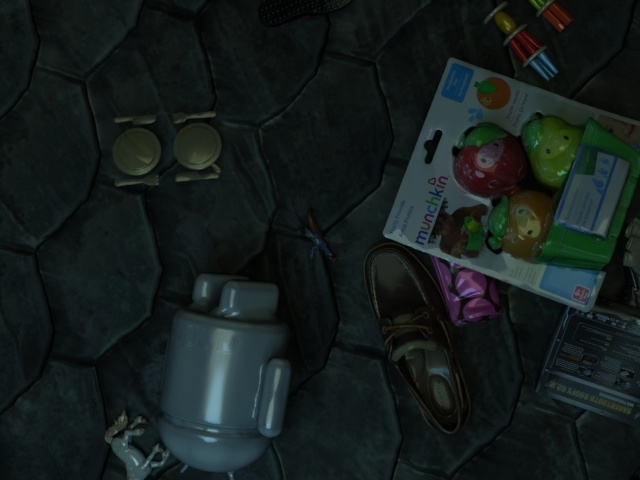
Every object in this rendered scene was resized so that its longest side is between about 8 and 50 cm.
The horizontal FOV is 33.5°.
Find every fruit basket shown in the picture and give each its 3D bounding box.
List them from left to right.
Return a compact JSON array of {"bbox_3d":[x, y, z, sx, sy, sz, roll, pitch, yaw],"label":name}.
[{"bbox_3d":[0.319,-0.097,1.691,0.353,0.165,0.327,22,80,0],"label":"fruit basket"}]

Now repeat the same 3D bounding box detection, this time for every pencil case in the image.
[{"bbox_3d":[0.232,0.041,1.777,0.098,0.095,0.209,-18,86,-27],"label":"pencil case"}]

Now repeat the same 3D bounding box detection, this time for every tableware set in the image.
[{"bbox_3d":[-0.268,-0.157,1.875,0.194,0.039,0.128,-4,79,3],"label":"tableware set"}]

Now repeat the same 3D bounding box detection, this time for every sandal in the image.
[{"bbox_3d":[-0.022,-0.413,1.836,0.179,0.040,0.067,-11,84,23],"label":"sandal"}]

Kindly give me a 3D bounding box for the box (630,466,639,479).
[{"bbox_3d":[0.589,0.352,1.700,0.077,0.147,0.180,36,95,6],"label":"box"}]

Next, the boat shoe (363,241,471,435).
[{"bbox_3d":[0.162,0.164,1.772,0.123,0.123,0.342,-19,88,8],"label":"boat shoe"}]

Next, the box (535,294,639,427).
[{"bbox_3d":[0.489,0.198,1.734,0.231,0.056,0.183,18,112,8],"label":"box"}]

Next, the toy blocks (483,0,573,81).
[{"bbox_3d":[0.365,-0.350,1.766,0.123,0.054,0.148,-41,85,8],"label":"toy blocks"}]

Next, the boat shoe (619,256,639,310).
[{"bbox_3d":[0.518,0.098,1.751,0.049,0.056,0.152,-16,89,3],"label":"boat shoe"}]

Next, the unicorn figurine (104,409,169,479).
[{"bbox_3d":[-0.326,0.391,1.890,0.111,0.060,0.162,-41,69,8],"label":"unicorn figurine"}]

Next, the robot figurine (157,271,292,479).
[{"bbox_3d":[-0.164,0.234,1.785,0.300,0.200,0.353,10,93,47],"label":"robot figurine"}]

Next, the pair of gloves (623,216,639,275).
[{"bbox_3d":[0.585,-0.044,1.711,0.204,0.042,0.240,11,97,-21],"label":"pair of gloves"}]

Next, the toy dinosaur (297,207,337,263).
[{"bbox_3d":[0.000,0.000,1.837,0.082,0.047,0.090,27,85,-11],"label":"toy dinosaur"}]
